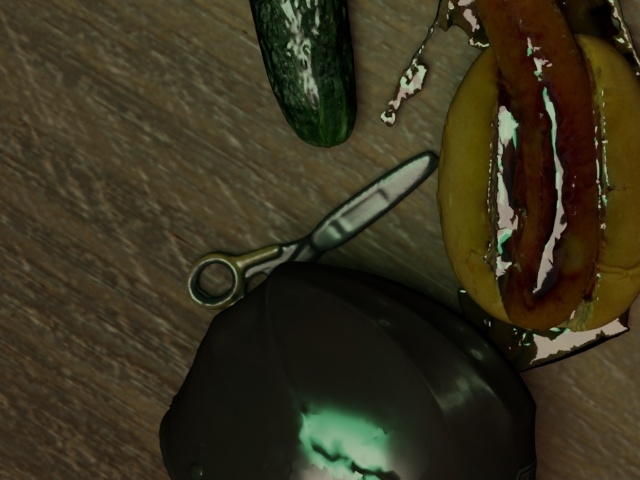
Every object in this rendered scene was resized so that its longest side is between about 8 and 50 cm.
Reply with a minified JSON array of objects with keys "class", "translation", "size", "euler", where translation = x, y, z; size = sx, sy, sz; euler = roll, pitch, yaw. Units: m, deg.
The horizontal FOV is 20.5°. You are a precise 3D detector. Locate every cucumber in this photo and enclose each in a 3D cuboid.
[{"class":"cucumber","translation":[-0.018,-0.183,1.259],"size":[0.074,0.074,0.241],"euler":[-6,104,12]}]

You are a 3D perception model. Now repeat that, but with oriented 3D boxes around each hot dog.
[{"class":"hot dog","translation":[0.145,-0.057,1.234],"size":[0.194,0.107,0.326],"euler":[-16,101,10]}]

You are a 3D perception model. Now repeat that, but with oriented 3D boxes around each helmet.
[{"class":"helmet","translation":[0.046,0.121,1.249],"size":[0.305,0.225,0.177],"euler":[19,97,13]}]

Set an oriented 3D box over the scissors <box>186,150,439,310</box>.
[{"class":"scissors","translation":[0.000,0.000,1.331],"size":[0.220,0.017,0.088],"euler":[-37,92,16]}]
